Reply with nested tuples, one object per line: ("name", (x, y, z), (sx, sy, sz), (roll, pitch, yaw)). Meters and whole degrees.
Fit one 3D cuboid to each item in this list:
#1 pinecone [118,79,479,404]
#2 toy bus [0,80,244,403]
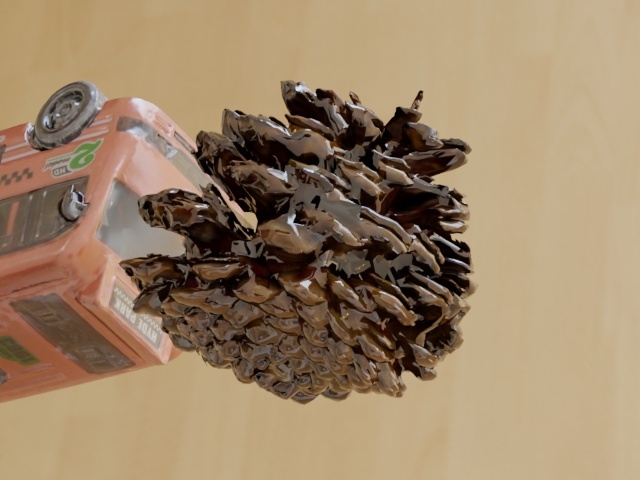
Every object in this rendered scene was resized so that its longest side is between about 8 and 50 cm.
("pinecone", (0.000, 0.000, 1.217), (0.221, 0.221, 0.221), (-13, 57, 22))
("toy bus", (-0.295, 0.027, 1.814), (0.427, 0.203, 0.233), (-15, 47, 31))
